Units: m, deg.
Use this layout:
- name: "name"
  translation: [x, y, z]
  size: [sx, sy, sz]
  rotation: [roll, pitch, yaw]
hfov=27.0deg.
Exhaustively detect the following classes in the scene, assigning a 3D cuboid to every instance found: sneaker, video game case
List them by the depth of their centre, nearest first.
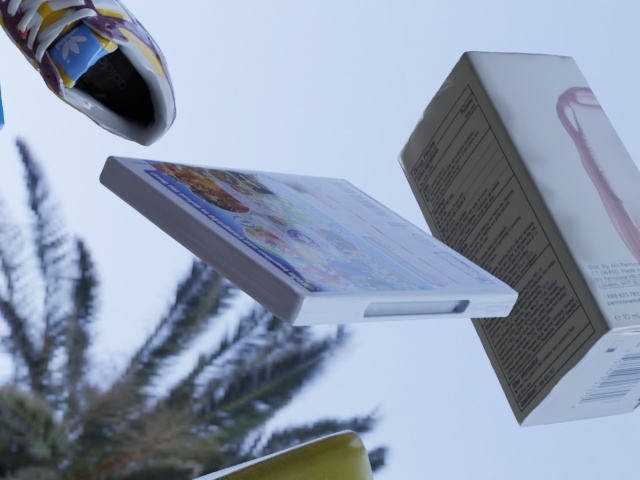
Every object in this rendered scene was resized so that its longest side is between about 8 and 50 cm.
- name: "video game case"
  translation: [0.000, 0.000, 0.428]
  size: [0.087, 0.122, 0.011]
  rotation: [35, -71, 32]
- name: "sneaker"
  translation: [-0.147, -0.129, 0.739]
  size: [0.069, 0.185, 0.084]
  rotation: [-44, -152, 8]

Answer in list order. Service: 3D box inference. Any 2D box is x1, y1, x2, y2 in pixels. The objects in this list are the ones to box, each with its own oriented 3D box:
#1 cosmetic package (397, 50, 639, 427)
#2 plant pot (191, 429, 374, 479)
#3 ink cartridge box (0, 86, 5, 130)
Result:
- name: "cosmetic package"
  translation: [0.197, -0.006, 1.148]
  size: [0.153, 0.129, 0.296]
  rotation: [-58, -136, 46]
- name: "plant pot"
  translation: [-0.084, 0.228, 0.659]
  size: [0.212, 0.187, 0.212]
  rotation: [-32, -112, 59]
- name: "ink cartridge box"
  translation: [-0.182, -0.137, 0.488]
  size: [0.134, 0.078, 0.231]
  rotation: [-80, 168, -72]
